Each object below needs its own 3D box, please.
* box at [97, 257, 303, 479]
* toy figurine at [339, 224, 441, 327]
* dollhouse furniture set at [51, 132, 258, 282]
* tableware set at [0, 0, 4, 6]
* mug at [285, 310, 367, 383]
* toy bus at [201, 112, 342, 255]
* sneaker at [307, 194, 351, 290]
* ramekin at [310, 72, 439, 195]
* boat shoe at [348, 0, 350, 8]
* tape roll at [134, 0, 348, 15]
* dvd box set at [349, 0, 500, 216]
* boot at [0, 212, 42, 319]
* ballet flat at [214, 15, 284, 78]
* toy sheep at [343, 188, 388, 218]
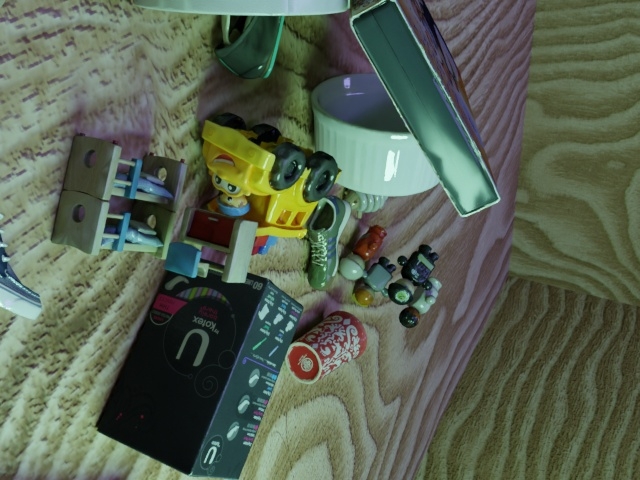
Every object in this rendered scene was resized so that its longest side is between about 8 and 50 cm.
[{"bbox_3d":[-0.161,0.177,0.906,0.270,0.165,0.143,-69,154,-14],"label":"box"},{"bbox_3d":[0.162,0.092,1.469,0.148,0.213,0.209,-52,149,-23],"label":"toy figurine"},{"bbox_3d":[-0.182,-0.036,0.735,0.129,0.183,0.129,8,95,-64],"label":"dollhouse furniture set"},{"bbox_3d":[-0.334,-0.202,0.537,0.141,0.020,0.169,21,84,-64],"label":"tableware set"},{"bbox_3d":[0.009,0.245,1.351,0.169,0.113,0.150,-22,120,-55],"label":"mug"},{"bbox_3d":[-0.099,-0.066,0.965,0.220,0.149,0.211,4,115,-62],"label":"toy bus"},{"bbox_3d":[0.000,0.000,1.269,0.086,0.064,0.192,24,80,-56],"label":"sneaker"},{"bbox_3d":[0.117,-0.196,1.171,0.277,0.277,0.135,-45,147,-47],"label":"ramekin"},{"bbox_3d":[-0.004,-0.503,0.977,0.114,0.091,0.302,-96,177,-53],"label":"boat shoe"},{"bbox_3d":[-0.087,-0.345,0.707,0.246,0.246,0.169,-35,134,-54],"label":"tape roll"},{"bbox_3d":[0.141,-0.268,0.921,0.307,0.062,0.420,53,23,-28],"label":"dvd box set"},{"bbox_3d":[-0.321,0.005,0.608,0.086,0.069,0.190,-63,150,-19],"label":"boot"},{"bbox_3d":[-0.076,-0.366,0.881,0.096,0.095,0.280,16,93,-28],"label":"ballet flat"},{"bbox_3d":[0.106,-0.102,1.393,0.132,0.091,0.091,-28,132,-25],"label":"toy sheep"}]
